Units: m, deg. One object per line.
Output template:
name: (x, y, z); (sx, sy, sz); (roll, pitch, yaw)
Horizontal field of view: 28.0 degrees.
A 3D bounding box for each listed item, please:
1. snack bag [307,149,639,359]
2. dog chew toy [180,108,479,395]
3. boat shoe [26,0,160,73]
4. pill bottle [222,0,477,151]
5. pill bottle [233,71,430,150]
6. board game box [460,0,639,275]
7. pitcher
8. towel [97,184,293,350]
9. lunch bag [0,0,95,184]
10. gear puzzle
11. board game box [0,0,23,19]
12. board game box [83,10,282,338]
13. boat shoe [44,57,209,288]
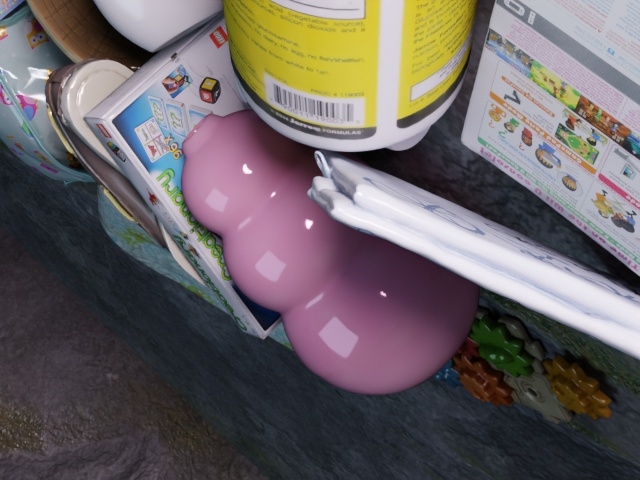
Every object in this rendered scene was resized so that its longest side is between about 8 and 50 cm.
snack bag: (0.138, 0.014, 0.960); (0.323, 0.037, 0.342); (23, -174, -9)
dog chew toy: (0.000, 0.000, 1.268); (0.332, 0.207, 0.206); (43, 161, -13)
boat shoe: (-0.203, -0.194, 1.449); (0.341, 0.121, 0.110); (43, 159, 4)
pill bottle: (0.020, -0.221, 0.860); (0.188, 0.188, 0.334); (38, 158, 19)
pill bottle: (0.014, -0.141, 1.150); (0.184, 0.103, 0.103); (27, 153, 42)
board game box: (0.222, -0.101, 0.829); (0.224, 0.097, 0.303); (40, 159, 15)
pitcher: (-0.182, -0.292, 1.251); (0.207, 0.125, 0.178); (59, 179, -7)
towel: (-0.118, 0.013, 1.624); (0.374, 0.090, 0.320); (31, 159, -1)
lunch bag: (-0.376, -0.192, 1.745); (0.262, 0.160, 0.223); (58, 156, -18)
gear puzzle: (0.195, 0.146, 1.435); (0.339, 0.044, 0.175); (16, 145, 53)
board game box: (-0.461, -0.336, 1.625); (0.211, 0.160, 0.039); (32, 157, 34)
board game box: (-0.085, -0.071, 1.350); (0.053, 0.193, 0.305); (13, 142, 55)
boat shoe: (-0.172, -0.064, 1.384); (0.324, 0.117, 0.096); (49, 160, -30)
